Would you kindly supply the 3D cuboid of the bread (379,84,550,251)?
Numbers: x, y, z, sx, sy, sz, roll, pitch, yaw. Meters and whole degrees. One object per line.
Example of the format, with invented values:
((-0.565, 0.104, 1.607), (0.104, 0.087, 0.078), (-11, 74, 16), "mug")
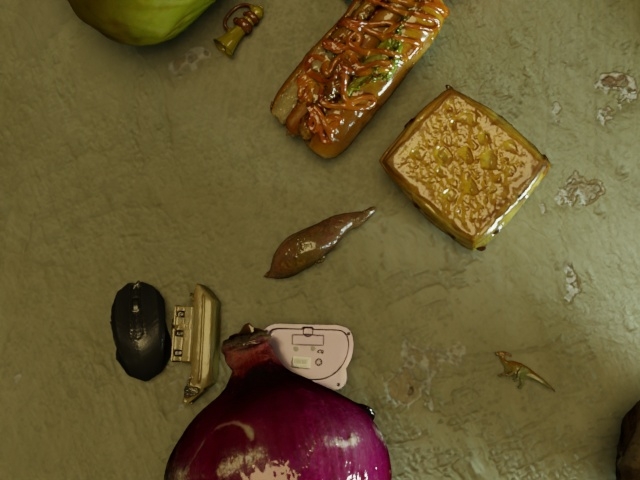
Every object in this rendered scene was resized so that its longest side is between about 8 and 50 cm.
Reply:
((0.237, -0.122, 1.447), (0.235, 0.099, 0.210), (41, 87, 3), "bread")

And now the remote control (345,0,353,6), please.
((0.102, -0.437, 1.527), (0.104, 0.052, 0.247), (-40, 83, 0), "remote control")

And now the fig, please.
((-0.284, -0.504, 1.430), (0.343, 0.343, 0.344), (0, 81, 3), "fig")

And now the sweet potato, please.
((-0.002, 0.000, 1.452), (0.226, 0.068, 0.068), (-33, 81, -4), "sweet potato")

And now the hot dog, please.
((0.064, -0.299, 1.445), (0.158, 0.117, 0.349), (43, 98, 8), "hot dog")

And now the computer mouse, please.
((-0.301, 0.149, 1.442), (0.099, 0.057, 0.172), (-8, 79, -2), "computer mouse")

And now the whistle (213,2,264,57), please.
((-0.146, -0.379, 1.541), (0.109, 0.057, 0.046), (-53, 127, -15), "whistle")

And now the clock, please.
((-0.021, 0.192, 1.426), (0.152, 0.050, 0.110), (1, 80, 3), "clock")

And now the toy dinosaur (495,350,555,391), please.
((0.330, 0.223, 1.416), (0.113, 0.026, 0.041), (36, 66, 17), "toy dinosaur")

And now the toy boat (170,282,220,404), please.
((-0.210, 0.172, 1.436), (0.077, 0.057, 0.201), (0, 81, 8), "toy boat")

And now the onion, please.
((-0.075, 0.300, 1.278), (0.347, 0.348, 0.385), (-17, 67, 0), "onion")

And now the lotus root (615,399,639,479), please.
((0.536, 0.334, 1.294), (0.191, 0.272, 0.272), (0, 80, 11), "lotus root")
